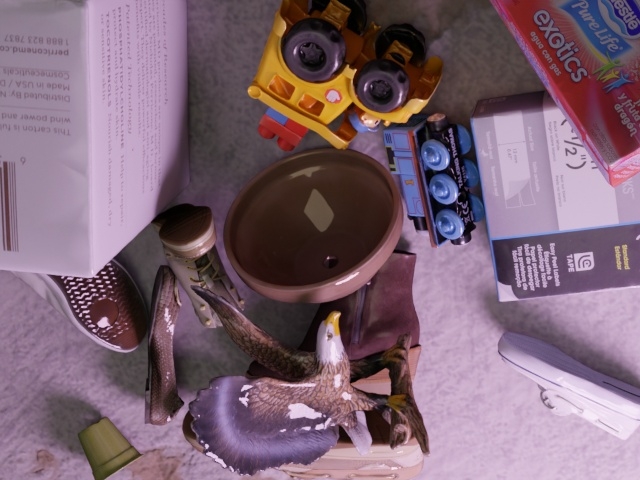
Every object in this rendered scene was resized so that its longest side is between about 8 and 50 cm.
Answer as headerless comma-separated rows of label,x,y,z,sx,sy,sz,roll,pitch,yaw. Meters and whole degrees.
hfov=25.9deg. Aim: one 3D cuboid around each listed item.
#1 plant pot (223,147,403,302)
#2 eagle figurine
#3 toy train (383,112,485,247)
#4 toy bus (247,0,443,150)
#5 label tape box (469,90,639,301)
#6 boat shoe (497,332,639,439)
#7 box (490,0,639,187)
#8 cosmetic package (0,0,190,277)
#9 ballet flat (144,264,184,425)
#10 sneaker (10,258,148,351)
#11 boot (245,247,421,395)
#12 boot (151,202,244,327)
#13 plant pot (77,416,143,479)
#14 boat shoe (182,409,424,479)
plant pot,0.000,0.000,1.830,0.237,0.237,0.110,-8,141,13
eagle figurine,-0.025,0.173,1.759,0.298,0.226,0.225,2,95,-10
toy train,0.149,-0.079,1.814,0.105,0.080,0.184,7,120,41
toy bus,0.018,-0.193,1.785,0.220,0.149,0.211,29,124,-2
label tape box,0.380,-0.071,1.761,0.347,0.115,0.249,-6,106,15
boat shoe,0.332,0.204,1.873,0.226,0.083,0.076,26,109,1
box,0.318,-0.229,1.620,0.142,0.154,0.300,-32,76,6
cosmetic package,-0.369,-0.179,1.721,0.329,0.394,0.327,4,109,9
ballet flat,-0.216,0.151,1.969,0.058,0.084,0.250,4,111,-6
sneaker,-0.360,0.042,1.965,0.106,0.123,0.290,-49,113,-18
boot,0.016,0.111,1.921,0.248,0.090,0.207,0,95,12
boot,-0.155,0.040,1.857,0.077,0.213,0.165,-27,104,-11
plant pot,-0.315,0.304,2.040,0.083,0.083,0.079,-34,86,19
boat shoe,-0.025,0.289,1.950,0.341,0.122,0.110,3,129,10
